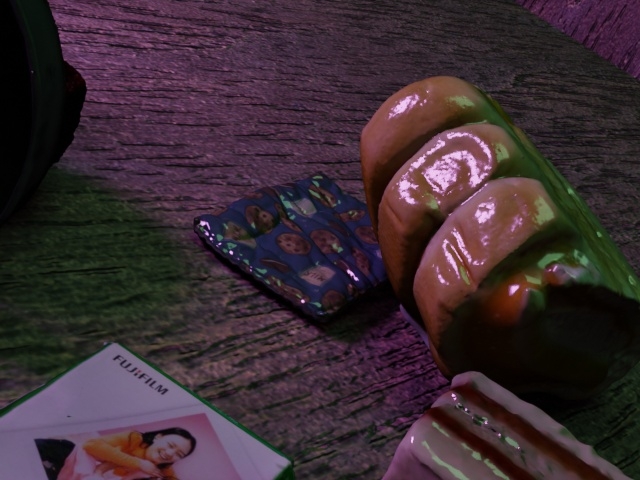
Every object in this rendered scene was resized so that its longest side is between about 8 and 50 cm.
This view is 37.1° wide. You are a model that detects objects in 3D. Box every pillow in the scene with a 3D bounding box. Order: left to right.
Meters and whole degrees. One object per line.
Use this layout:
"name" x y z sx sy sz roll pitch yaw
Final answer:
"pillow" -0.002 -0.001 1.058 0.189 0.034 0.256 38 33 19

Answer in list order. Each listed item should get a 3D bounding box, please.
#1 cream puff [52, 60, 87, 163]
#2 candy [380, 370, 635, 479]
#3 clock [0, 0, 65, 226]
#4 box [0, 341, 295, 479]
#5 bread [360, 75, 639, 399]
"cream puff" -0.342 -0.135 0.879 0.239 0.164 0.239 32 13 -9
"candy" 0.169 0.251 0.610 0.321 0.179 0.135 34 29 18
"clock" -0.351 -0.127 0.721 0.325 0.325 0.067 24 21 1
"box" -0.145 0.181 0.575 0.180 0.103 0.250 31 29 14
"bread" 0.159 -0.003 0.971 0.300 0.210 0.341 26 31 -55
